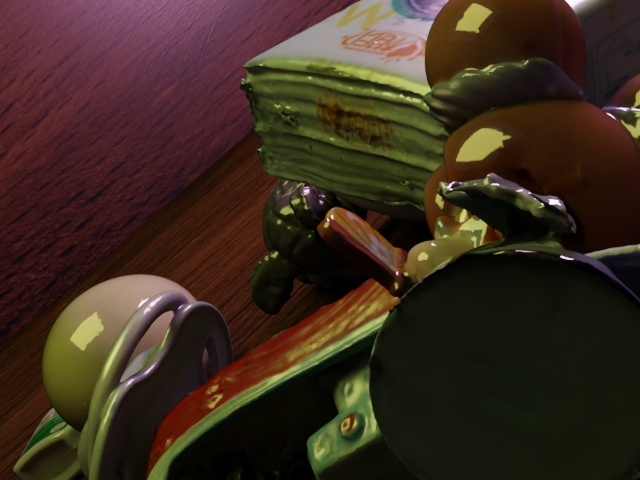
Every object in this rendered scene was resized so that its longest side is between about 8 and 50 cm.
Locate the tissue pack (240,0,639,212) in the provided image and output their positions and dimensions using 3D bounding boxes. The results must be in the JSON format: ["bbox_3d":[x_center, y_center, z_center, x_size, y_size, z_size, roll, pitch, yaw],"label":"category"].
[{"bbox_3d":[0.154,-0.182,1.382,0.287,0.162,0.388,16,39,43],"label":"tissue pack"}]

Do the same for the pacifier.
[{"bbox_3d":[-0.109,0.175,1.265,0.207,0.227,0.279,11,36,19],"label":"pacifier"}]

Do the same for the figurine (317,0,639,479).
[{"bbox_3d":[0.159,-0.014,0.960,0.248,0.276,0.388,-60,1,26],"label":"figurine"}]

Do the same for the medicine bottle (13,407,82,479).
[{"bbox_3d":[-0.328,0.252,1.760,0.119,0.069,0.183,-38,12,16],"label":"medicine bottle"}]

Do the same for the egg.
[{"bbox_3d":[-0.230,0.136,1.612,0.186,0.186,0.242,-31,12,31],"label":"egg"}]

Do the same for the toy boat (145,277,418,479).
[{"bbox_3d":[-0.023,0.173,1.064,0.332,0.145,0.133,-35,41,20],"label":"toy boat"}]

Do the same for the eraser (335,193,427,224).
[{"bbox_3d":[0.099,-0.105,1.591,0.270,0.174,0.095,-84,5,-73],"label":"eraser"}]

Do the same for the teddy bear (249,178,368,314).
[{"bbox_3d":[-0.006,0.007,1.583,0.171,0.144,0.251,-58,7,16],"label":"teddy bear"}]

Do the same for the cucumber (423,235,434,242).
[{"bbox_3d":[0.094,0.049,1.306,0.244,0.063,0.115,-40,12,2],"label":"cucumber"}]
